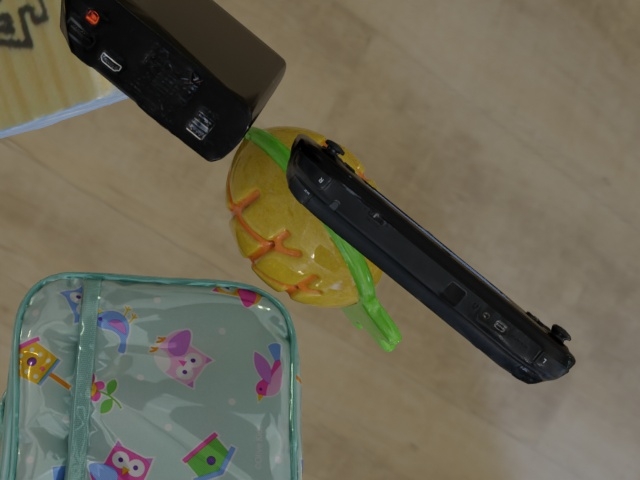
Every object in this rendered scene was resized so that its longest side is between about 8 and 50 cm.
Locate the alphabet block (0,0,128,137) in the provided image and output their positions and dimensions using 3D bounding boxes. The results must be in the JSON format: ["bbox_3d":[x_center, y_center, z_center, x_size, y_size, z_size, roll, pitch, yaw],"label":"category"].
[{"bbox_3d":[-0.278,-0.218,1.560,0.192,0.193,0.197,-31,103,-69],"label":"alphabet block"}]

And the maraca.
[{"bbox_3d":[0.000,0.000,1.056,0.099,0.127,0.186,-35,122,-8],"label":"maraca"}]

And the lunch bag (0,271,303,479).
[{"bbox_3d":[-0.128,0.163,1.118,0.224,0.108,0.279,7,63,-13],"label":"lunch bag"}]

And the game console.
[{"bbox_3d":[0.001,-0.046,0.910,0.361,0.213,0.044,39,103,-6],"label":"game console"}]
